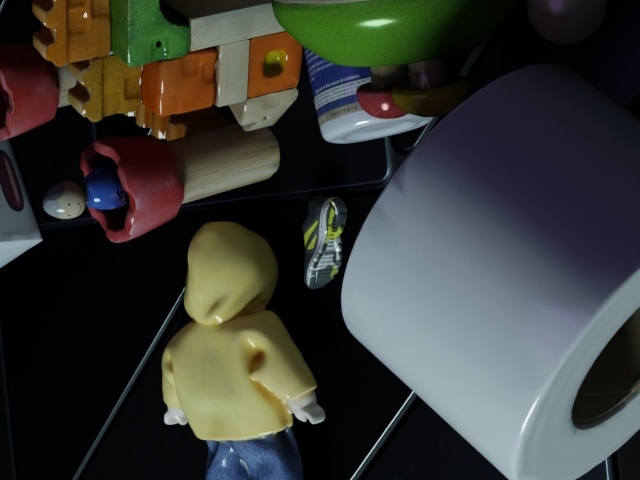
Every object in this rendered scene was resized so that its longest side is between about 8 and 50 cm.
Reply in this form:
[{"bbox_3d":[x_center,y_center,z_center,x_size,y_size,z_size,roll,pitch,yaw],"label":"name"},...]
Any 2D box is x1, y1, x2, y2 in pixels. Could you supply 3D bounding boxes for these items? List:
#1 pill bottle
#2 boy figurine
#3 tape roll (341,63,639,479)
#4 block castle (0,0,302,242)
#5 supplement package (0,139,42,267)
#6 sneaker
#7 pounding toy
[{"bbox_3d":[0.031,-0.170,1.183,0.094,0.094,0.169,-15,84,39],"label":"pill bottle"},{"bbox_3d":[-0.074,0.127,1.296,0.177,0.092,0.285,-14,84,39],"label":"boy figurine"},{"bbox_3d":[0.157,0.025,1.002,0.169,0.246,0.246,41,117,29],"label":"tape roll"},{"bbox_3d":[-0.180,-0.250,1.176,0.303,0.212,0.453,37,134,41],"label":"block castle"},{"bbox_3d":[-0.455,-0.019,1.480,0.204,0.262,0.145,-29,76,36],"label":"supplement package"},{"bbox_3d":[0.000,0.000,1.268,0.035,0.031,0.083,27,106,49],"label":"sneaker"},{"bbox_3d":[0.088,-0.139,1.056,0.236,0.183,0.110,-4,107,13],"label":"pounding toy"}]
